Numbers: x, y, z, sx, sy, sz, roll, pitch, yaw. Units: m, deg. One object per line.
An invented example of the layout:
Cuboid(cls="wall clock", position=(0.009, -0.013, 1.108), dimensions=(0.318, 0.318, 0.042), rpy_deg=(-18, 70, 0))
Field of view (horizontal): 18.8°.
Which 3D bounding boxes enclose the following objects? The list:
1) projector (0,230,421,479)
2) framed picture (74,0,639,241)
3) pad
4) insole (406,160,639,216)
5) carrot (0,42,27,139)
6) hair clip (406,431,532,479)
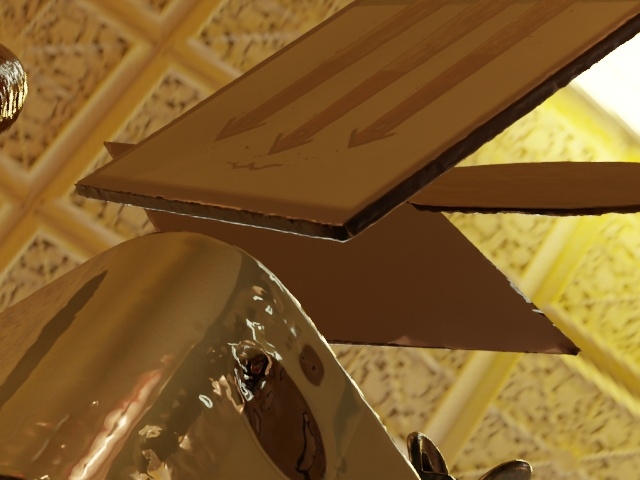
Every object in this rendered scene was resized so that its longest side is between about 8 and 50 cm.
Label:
Cuboid(cls="projector", position=(-0.100, 0.173, 0.771), dimensions=(0.248, 0.248, 0.249), rpy_deg=(56, -159, -10))
Cuboid(cls="framed picture", position=(0.060, -0.098, 0.957), dimensions=(0.324, 0.244, 0.013), rpy_deg=(-35, -66, -27))
Cuboid(cls="pad", position=(0.000, 0.000, 1.365), dimensions=(0.248, 0.367, 0.007), rpy_deg=(3, -70, -21))
Cuboid(cls="insole", position=(0.193, -0.031, 1.076), dimensions=(0.328, 0.111, 0.007), rpy_deg=(0, -73, -6))
Cuboid(cls="carrot", position=(-0.188, -0.055, 0.904), dimensions=(0.059, 0.248, 0.059), rpy_deg=(1, -76, 6))
Cuboid(cls="hair clip", position=(0.040, 0.213, 0.979), dimensions=(0.070, 0.039, 0.229), rpy_deg=(13, -102, 34))
